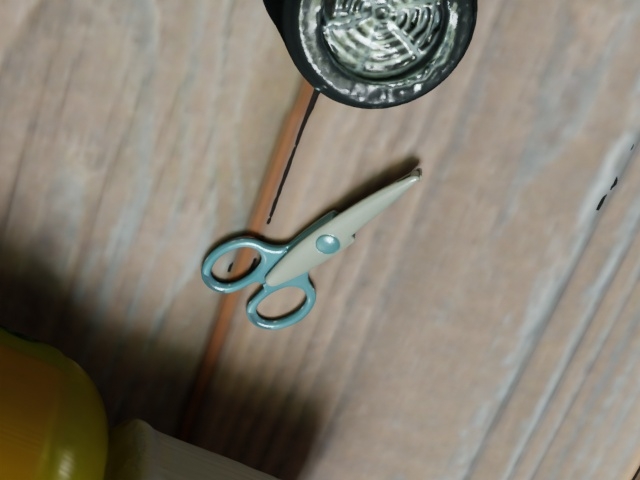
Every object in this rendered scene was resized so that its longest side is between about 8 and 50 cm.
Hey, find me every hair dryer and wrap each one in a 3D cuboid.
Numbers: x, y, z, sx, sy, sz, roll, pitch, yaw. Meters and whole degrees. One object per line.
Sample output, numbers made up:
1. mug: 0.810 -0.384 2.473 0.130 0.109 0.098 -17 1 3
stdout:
1. hair dryer: 0.054 -0.157 0.600 0.071 0.124 0.219 30 104 -22

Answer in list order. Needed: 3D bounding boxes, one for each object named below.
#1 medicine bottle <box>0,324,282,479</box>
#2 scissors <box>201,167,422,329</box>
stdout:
1. medicine bottle: -0.189 0.139 0.730 0.384 0.224 0.224 24 122 -14
2. scissors: 0.000 0.000 0.758 0.119 0.014 0.058 -36 118 27
